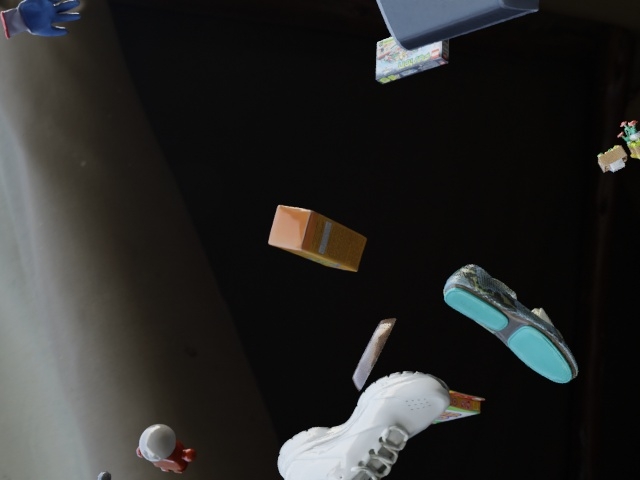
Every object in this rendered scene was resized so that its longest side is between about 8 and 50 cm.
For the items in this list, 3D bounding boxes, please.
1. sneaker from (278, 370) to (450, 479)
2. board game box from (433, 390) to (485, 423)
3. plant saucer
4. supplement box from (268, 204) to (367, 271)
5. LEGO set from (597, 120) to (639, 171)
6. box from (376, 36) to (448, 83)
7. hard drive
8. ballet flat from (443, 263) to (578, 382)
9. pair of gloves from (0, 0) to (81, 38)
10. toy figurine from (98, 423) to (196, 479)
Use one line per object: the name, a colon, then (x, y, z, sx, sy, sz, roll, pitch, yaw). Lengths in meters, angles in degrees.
sneaker: (0.070, 0.303, 1.061, 0.111, 0.297, 0.129, 44, -164, -24)
board game box: (0.227, 0.362, 1.581, 0.124, 0.259, 0.039, 17, -120, -23)
plant saucer: (0.107, 0.231, 1.526, 0.029, 0.168, 0.168, 28, -131, 6)
supplement box: (0.000, 0.000, 1.384, 0.233, 0.078, 0.080, 20, -98, -59)
LEGO set: (0.638, -0.231, 1.350, 0.132, 0.287, 0.107, -36, -80, -45)
box: (0.239, -0.492, 1.923, 0.036, 0.207, 0.114, 19, -112, -46)
hard drive: (0.105, -0.325, 0.708, 0.054, 0.172, 0.255, -25, -76, -46)
ballet flat: (0.237, 0.093, 0.888, 0.188, 0.070, 0.070, 38, -131, -1)
pair of gloves: (-0.534, -0.473, 1.363, 0.159, 0.023, 0.198, -29, -57, -35)
toy figurine: (-0.271, 0.429, 1.177, 0.209, 0.148, 0.213, -33, -119, -15)
